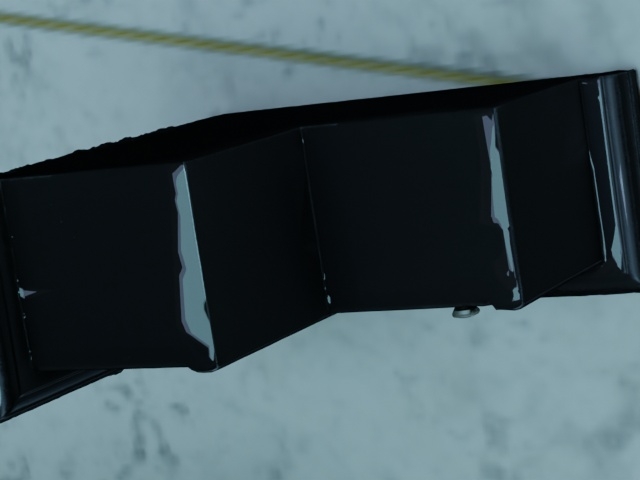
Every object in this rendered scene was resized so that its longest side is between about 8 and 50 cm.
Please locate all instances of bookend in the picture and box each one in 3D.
[{"bbox_3d":[0.000,0.000,0.586,0.157,0.156,0.072,-4,99,29],"label":"bookend"}]
